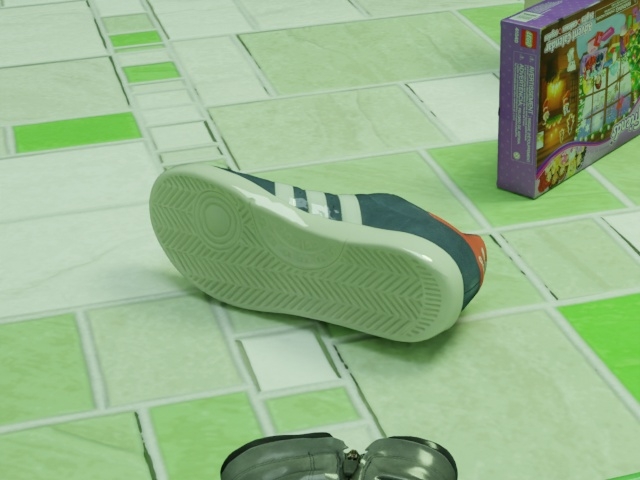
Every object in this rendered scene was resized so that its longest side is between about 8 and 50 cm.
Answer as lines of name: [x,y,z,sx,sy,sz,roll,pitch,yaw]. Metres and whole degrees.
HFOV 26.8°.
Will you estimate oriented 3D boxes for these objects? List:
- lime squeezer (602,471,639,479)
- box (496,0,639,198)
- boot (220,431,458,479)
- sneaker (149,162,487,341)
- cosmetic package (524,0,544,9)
lime squeezer: [0.343,0.146,1.066,0.310,0.059,0.110,-23,35,-34]
box: [0.311,-0.194,1.564,0.057,0.201,0.293,20,35,37]
boot: [-0.060,0.218,0.914,0.338,0.118,0.223,6,24,-9]
sneaker: [0.000,0.000,1.308,0.350,0.131,0.148,20,27,26]
cosmetic package: [0.358,-0.346,1.738,0.160,0.309,0.113,22,35,39]
